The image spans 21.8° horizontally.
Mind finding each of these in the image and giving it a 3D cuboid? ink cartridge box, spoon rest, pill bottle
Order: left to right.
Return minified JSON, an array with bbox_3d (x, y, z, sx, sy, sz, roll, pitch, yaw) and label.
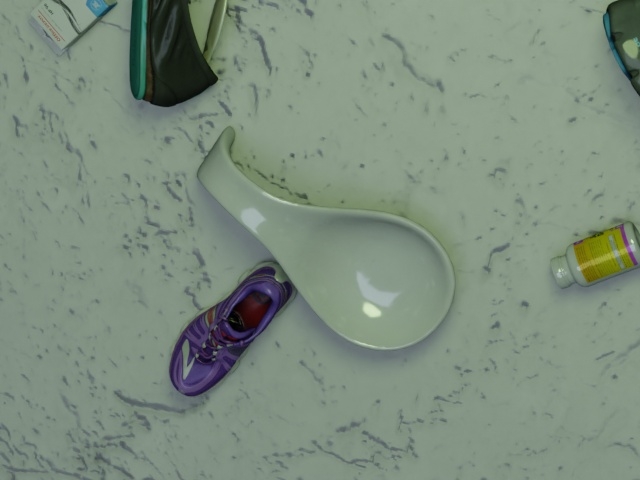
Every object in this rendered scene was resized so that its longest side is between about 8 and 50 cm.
[{"bbox_3d":[-0.242,-0.216,1.587,0.083,0.028,0.048,-39,94,20],"label":"ink cartridge box"},{"bbox_3d":[0.000,0.000,1.566,0.276,0.084,0.137,35,110,2],"label":"spoon rest"},{"bbox_3d":[0.256,0.016,1.533,0.083,0.043,0.043,-22,100,17],"label":"pill bottle"}]

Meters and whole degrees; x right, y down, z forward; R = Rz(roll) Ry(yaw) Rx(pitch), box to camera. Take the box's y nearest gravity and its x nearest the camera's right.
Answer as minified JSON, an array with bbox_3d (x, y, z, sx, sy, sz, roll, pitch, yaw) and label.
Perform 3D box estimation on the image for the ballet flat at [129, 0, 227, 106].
[{"bbox_3d":[-0.134,-0.261,1.520,0.096,0.095,0.280,-8,118,-15],"label":"ballet flat"}]

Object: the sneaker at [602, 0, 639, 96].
[{"bbox_3d":[0.379,-0.081,1.435,0.139,0.125,0.341,-29,100,14],"label":"sneaker"}]

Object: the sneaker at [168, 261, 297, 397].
[{"bbox_3d":[-0.095,0.089,1.620,0.068,0.071,0.170,40,111,-1],"label":"sneaker"}]
